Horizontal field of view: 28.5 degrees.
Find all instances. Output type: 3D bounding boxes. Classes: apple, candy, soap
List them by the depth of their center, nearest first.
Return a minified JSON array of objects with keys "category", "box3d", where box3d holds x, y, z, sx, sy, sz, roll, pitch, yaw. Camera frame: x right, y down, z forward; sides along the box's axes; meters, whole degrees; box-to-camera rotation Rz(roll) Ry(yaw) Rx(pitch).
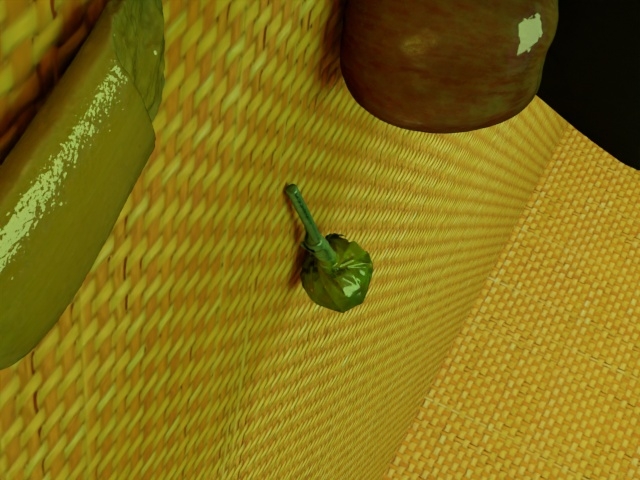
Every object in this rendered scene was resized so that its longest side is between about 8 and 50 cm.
[{"category":"soap","box3d":[-0.092,-0.028,0.475,0.089,0.033,0.169,80,35,-74]},{"category":"apple","box3d":[0.085,-0.138,0.803,0.146,0.130,0.146,18,90,-78]},{"category":"candy","box3d":[0.000,0.000,0.930,0.058,0.062,0.194,-21,155,3]}]

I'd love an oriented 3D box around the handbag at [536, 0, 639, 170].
[{"category":"handbag","box3d":[0.196,-0.229,0.872,0.178,0.275,0.302,-43,164,-34]}]
